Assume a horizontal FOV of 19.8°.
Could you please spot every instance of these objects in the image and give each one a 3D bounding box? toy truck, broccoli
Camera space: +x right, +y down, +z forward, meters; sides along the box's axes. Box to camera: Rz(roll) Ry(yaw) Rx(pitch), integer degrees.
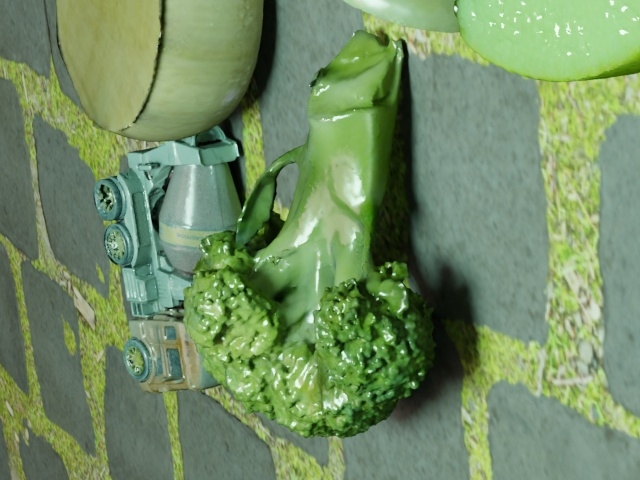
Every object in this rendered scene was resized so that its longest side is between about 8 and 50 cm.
[{"bbox_3d":[-0.123,0.017,1.741,0.140,0.108,0.256,0,101,50],"label":"toy truck"},{"bbox_3d":[-0.013,0.032,1.425,0.302,0.186,0.254,100,155,-52],"label":"broccoli"}]

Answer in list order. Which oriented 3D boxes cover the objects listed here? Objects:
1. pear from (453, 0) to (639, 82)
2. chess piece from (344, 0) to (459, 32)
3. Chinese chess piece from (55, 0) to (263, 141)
[{"bbox_3d":[0.187,-0.212,0.929,0.292,0.159,0.292,44,143,45],"label":"pear"},{"bbox_3d":[0.083,-0.274,1.143,0.144,0.144,0.251,49,139,43],"label":"chess piece"},{"bbox_3d":[-0.147,-0.215,1.623,0.257,0.104,0.257,16,109,60],"label":"Chinese chess piece"}]
